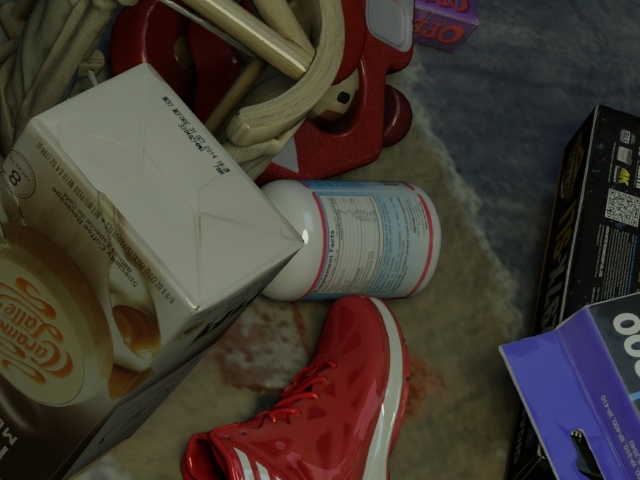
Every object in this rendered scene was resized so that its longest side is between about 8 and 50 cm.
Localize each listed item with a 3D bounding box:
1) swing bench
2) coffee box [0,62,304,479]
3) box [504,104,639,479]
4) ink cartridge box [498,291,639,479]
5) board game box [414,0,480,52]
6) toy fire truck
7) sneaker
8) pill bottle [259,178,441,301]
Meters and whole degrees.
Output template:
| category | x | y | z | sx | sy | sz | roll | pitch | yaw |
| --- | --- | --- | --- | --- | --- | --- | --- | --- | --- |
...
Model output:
| category | x | y | z | sx | sy | sz | roll | pitch | yaw |
| --- | --- | --- | --- | --- | --- | --- | --- | --- | --- |
| swing bench | -0.128 | -0.111 | 1.179 | 0.254 | 0.253 | 0.165 | 48 | 44 | 6 |
| coffee box | -0.137 | 0.032 | 1.067 | 0.141 | 0.246 | 0.098 | 49 | 46 | 8 |
| box | 0.291 | 0.075 | 1.379 | 0.257 | 0.079 | 0.322 | 18 | 58 | -7 |
| ink cartridge box | 0.256 | 0.130 | 1.267 | 0.208 | 0.045 | 0.206 | -14 | 66 | -21 |
| board game box | -0.037 | -0.286 | 1.528 | 0.347 | 0.056 | 0.208 | 13 | 47 | -26 |
| toy fire truck | -0.010 | -0.180 | 1.371 | 0.254 | 0.169 | 0.302 | 20 | 66 | -47 |
| sneaker | -0.017 | 0.113 | 1.204 | 0.128 | 0.087 | 0.221 | 22 | 46 | -21 |
| pill bottle | 0.000 | 0.000 | 1.300 | 0.160 | 0.087 | 0.087 | 0 | 57 | -34 |
